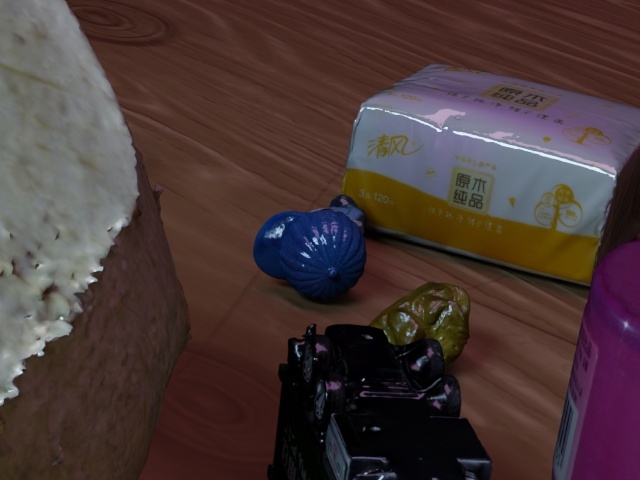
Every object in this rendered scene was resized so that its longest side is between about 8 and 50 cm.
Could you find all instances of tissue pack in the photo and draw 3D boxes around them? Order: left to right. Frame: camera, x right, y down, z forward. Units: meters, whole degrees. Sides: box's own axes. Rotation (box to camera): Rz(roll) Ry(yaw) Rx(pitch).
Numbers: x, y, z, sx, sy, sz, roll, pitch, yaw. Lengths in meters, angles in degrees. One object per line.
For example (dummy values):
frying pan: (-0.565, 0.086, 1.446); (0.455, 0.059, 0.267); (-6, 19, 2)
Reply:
tissue pack: (0.158, -0.062, 1.302); (0.225, 0.124, 0.185); (16, 22, 20)

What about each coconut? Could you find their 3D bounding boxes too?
coconut: (-0.230, 0.029, 0.689); (0.346, 0.360, 0.346); (-3, 61, 5)

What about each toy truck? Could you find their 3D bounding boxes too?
toy truck: (0.037, 0.138, 0.779); (0.088, 0.121, 0.259); (3, 22, -13)

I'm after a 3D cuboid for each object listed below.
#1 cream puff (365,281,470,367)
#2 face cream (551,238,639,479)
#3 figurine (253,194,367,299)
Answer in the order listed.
cream puff: (0.068, 0.067, 1.057); (0.058, 0.083, 0.083); (57, 21, 3)
face cream: (0.210, 0.115, 0.789); (0.175, 0.195, 0.175); (5, 24, -2)
figurine: (0.006, 0.007, 1.183); (0.079, 0.077, 0.136); (49, 17, 10)
